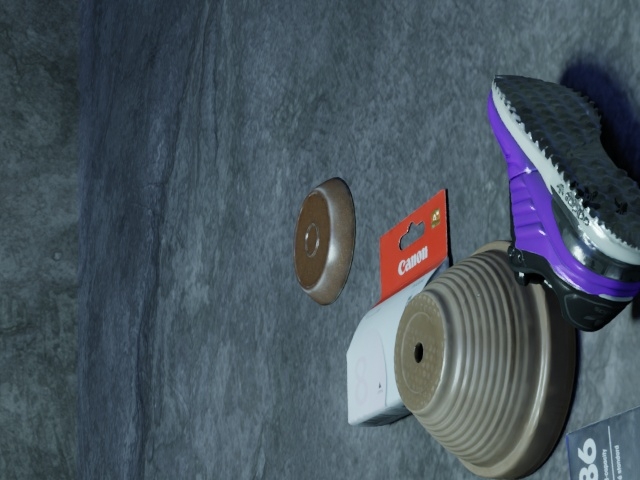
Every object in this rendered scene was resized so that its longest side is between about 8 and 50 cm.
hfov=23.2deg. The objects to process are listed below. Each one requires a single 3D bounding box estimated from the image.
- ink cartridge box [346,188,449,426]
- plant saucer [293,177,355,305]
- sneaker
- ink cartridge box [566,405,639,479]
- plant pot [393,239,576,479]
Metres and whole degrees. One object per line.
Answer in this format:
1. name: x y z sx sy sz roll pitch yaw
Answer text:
1. ink cartridge box: 0.086 0.079 1.758 0.189 0.066 0.232 141 127 -61
2. plant saucer: 0.000 0.000 2.028 0.168 0.029 0.168 -173 90 -68
3. sneaker: 0.205 -0.031 1.414 0.293 0.102 0.146 -111 33 -49
4. ink cartridge box: 0.269 0.207 1.184 0.333 0.065 0.165 138 133 -61
5. plant pot: 0.144 0.114 1.526 0.237 0.110 0.237 -175 90 -70
